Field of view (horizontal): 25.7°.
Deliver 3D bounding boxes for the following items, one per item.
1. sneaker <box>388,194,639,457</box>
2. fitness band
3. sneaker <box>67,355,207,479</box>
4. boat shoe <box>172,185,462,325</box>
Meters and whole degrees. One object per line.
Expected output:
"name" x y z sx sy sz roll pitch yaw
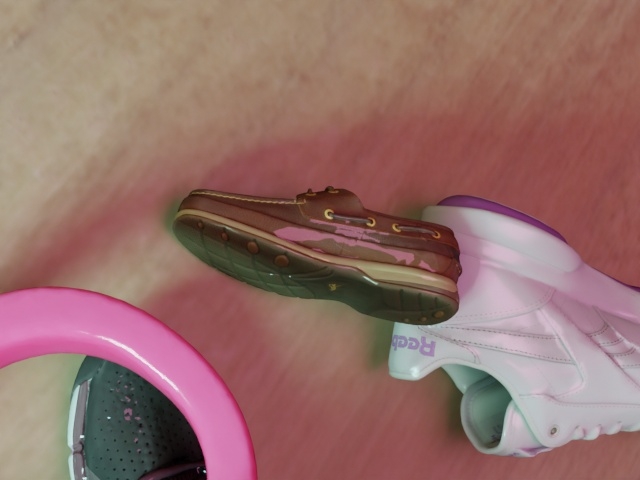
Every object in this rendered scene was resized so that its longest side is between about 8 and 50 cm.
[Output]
"sneaker" 0.172 0.090 0.949 0.305 0.114 0.152 26 79 -21
"fitness band" -0.157 0.158 0.677 0.209 0.054 0.291 32 70 9
"sneaker" -0.043 0.182 0.751 0.106 0.162 0.281 -15 95 -34
"boat shoe" 0.000 0.000 0.841 0.178 0.064 0.060 15 64 -10
